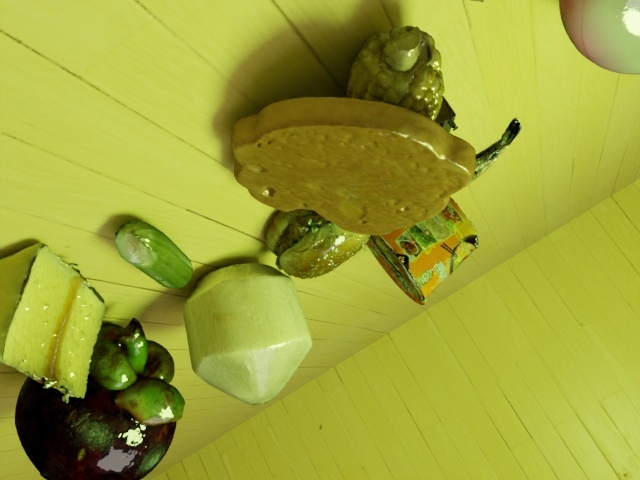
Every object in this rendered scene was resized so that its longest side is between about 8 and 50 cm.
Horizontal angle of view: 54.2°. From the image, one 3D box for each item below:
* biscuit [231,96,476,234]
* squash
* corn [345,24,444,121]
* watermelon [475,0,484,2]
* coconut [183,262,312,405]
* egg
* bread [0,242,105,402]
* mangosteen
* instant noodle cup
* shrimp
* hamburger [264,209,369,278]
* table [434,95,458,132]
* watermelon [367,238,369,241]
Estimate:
[{"bbox_3d":[0.033,-0.096,0.860,0.312,0.057,0.351,11,161,-2],"label":"biscuit"},{"bbox_3d":[-0.253,0.026,0.973,0.069,0.069,0.239,-28,161,-4],"label":"squash"},{"bbox_3d":[0.095,-0.172,0.885,0.130,0.130,0.347,-26,162,-11],"label":"corn"},{"bbox_3d":[0.189,-0.326,0.731,0.092,0.072,0.084,-37,177,6],"label":"watermelon"},{"bbox_3d":[-0.141,0.186,1.217,0.238,0.265,0.237,-17,168,-4],"label":"coconut"},{"bbox_3d":[0.437,-0.337,0.867,0.196,0.196,0.271,-37,151,20],"label":"egg"},{"bbox_3d":[-0.408,0.113,0.907,0.266,0.142,0.178,93,19,-66],"label":"bread"},{"bbox_3d":[-0.403,0.309,1.156,0.311,0.311,0.311,-26,160,-10],"label":"mangosteen"},{"bbox_3d":[0.224,0.003,1.380,0.182,0.230,0.230,-36,161,-6],"label":"instant noodle cup"},{"bbox_3d":[0.327,-0.185,1.309,0.198,0.051,0.262,-48,157,25],"label":"shrimp"},{"bbox_3d":[0.000,0.000,1.183,0.189,0.122,0.215,-16,158,-34],"label":"hamburger"},{"bbox_3d":[0.174,-0.189,1.019,0.070,0.082,0.083,-25,160,-11],"label":"table"},{"bbox_3d":[0.047,0.004,1.343,0.105,0.062,0.105,-31,167,-8],"label":"watermelon"}]
